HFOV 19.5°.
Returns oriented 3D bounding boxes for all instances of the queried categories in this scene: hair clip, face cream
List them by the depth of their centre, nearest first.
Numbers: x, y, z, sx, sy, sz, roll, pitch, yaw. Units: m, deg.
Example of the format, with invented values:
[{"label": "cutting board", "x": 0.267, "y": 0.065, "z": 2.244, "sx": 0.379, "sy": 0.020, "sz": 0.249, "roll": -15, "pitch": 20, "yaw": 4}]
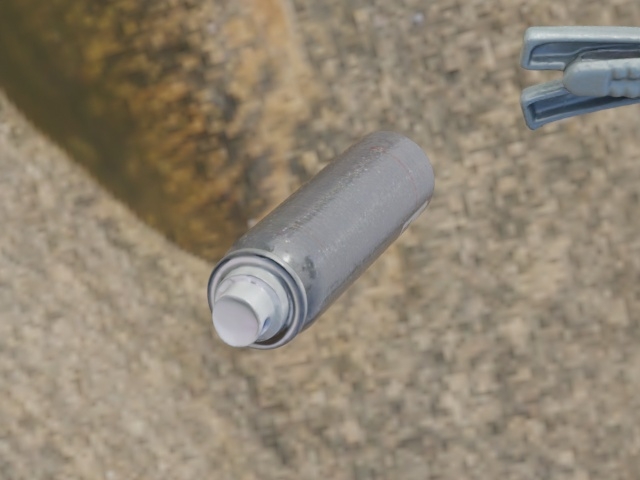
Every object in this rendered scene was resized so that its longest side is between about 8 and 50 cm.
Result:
[{"label": "hair clip", "x": 0.102, "y": -0.032, "z": 0.430, "sx": 0.039, "sy": 0.115, "sz": 0.030, "roll": -73, "pitch": 163, "yaw": -47}, {"label": "face cream", "x": 0.000, "y": 0.000, "z": 1.254, "sx": 0.283, "sy": 0.073, "sz": 0.073, "roll": -43, "pitch": 116, "yaw": -60}]
